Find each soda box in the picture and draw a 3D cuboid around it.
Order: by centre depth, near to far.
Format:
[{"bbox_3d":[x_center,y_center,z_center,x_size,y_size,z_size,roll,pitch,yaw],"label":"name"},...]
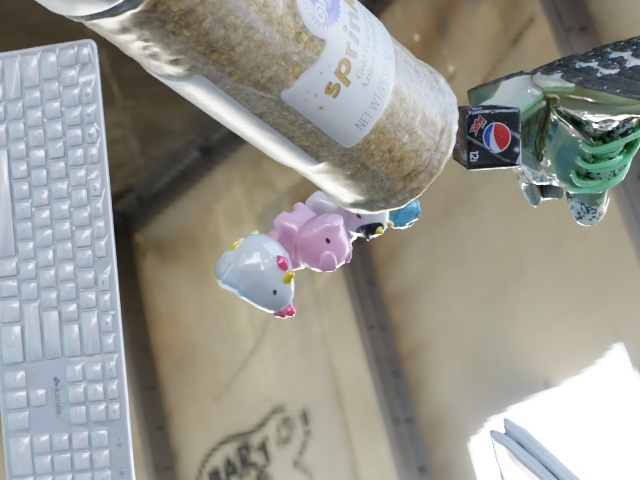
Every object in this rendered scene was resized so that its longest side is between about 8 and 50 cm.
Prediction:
[{"bbox_3d":[0.162,-0.104,1.438,0.053,0.060,0.169,-2,6,0],"label":"soda box"}]

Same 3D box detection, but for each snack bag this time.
[{"bbox_3d":[0.318,0.358,1.545,0.037,0.342,0.323,-42,-27,-12],"label":"snack bag"}]

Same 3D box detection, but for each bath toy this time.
[{"bbox_3d":[0.000,0.000,2.075,0.348,0.129,0.151,-34,-10,-44],"label":"bath toy"}]

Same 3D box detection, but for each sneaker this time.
[{"bbox_3d":[0.293,-0.109,1.540,0.158,0.182,0.410,-19,5,-10],"label":"sneaker"}]

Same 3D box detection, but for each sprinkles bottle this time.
[{"bbox_3d":[-0.046,-0.132,0.898,0.121,0.121,0.355,-27,-33,22],"label":"sprinkles bottle"}]

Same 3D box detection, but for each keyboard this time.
[{"bbox_3d":[-0.143,0.022,0.782,0.072,0.256,0.014,-6,-6,7],"label":"keyboard"}]
